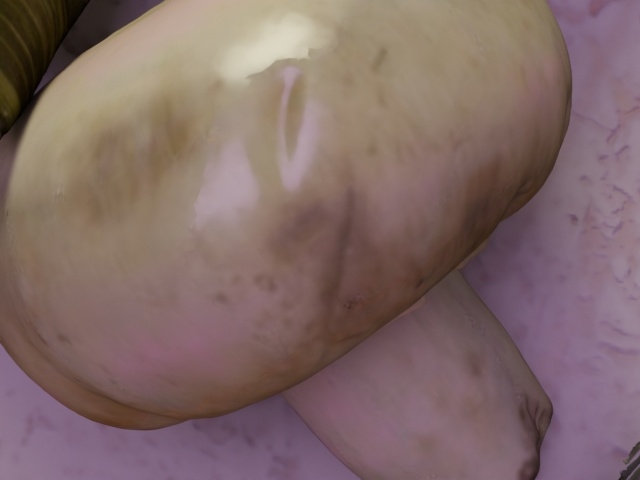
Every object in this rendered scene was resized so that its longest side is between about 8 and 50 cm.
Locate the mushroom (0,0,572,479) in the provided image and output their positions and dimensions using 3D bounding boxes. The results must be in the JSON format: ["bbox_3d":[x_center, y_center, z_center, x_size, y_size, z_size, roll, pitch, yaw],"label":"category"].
[{"bbox_3d":[-0.025,-0.022,0.822,0.325,0.353,0.353,18,82,33],"label":"mushroom"}]

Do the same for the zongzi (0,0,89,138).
[{"bbox_3d":[-0.311,-0.186,0.861,0.404,0.207,0.432,-5,45,12],"label":"zongzi"}]

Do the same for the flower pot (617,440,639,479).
[{"bbox_3d":[0.253,0.212,0.785,0.236,0.140,0.235,-2,76,9],"label":"flower pot"}]
